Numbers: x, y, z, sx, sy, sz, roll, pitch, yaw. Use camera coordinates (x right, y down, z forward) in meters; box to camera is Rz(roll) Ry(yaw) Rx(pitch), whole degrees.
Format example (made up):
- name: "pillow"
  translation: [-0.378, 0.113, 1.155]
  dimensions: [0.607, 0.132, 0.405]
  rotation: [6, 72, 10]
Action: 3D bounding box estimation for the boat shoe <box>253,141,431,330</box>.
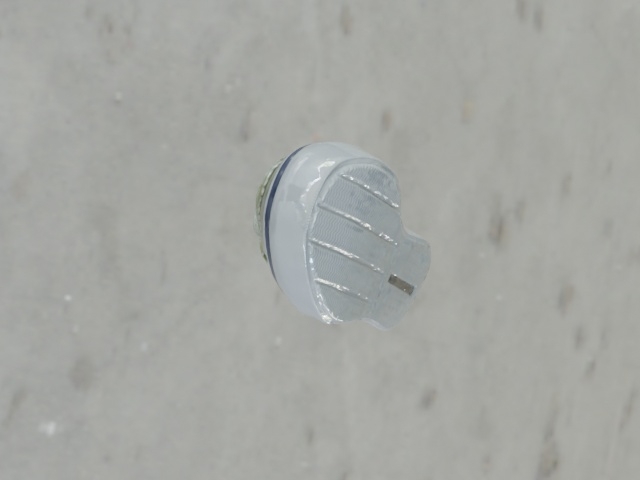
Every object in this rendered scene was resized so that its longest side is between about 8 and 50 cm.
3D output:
- name: "boat shoe"
  translation: [0.000, 0.000, 1.025]
  dimensions: [0.109, 0.094, 0.302]
  rotation: [-64, 163, -7]
